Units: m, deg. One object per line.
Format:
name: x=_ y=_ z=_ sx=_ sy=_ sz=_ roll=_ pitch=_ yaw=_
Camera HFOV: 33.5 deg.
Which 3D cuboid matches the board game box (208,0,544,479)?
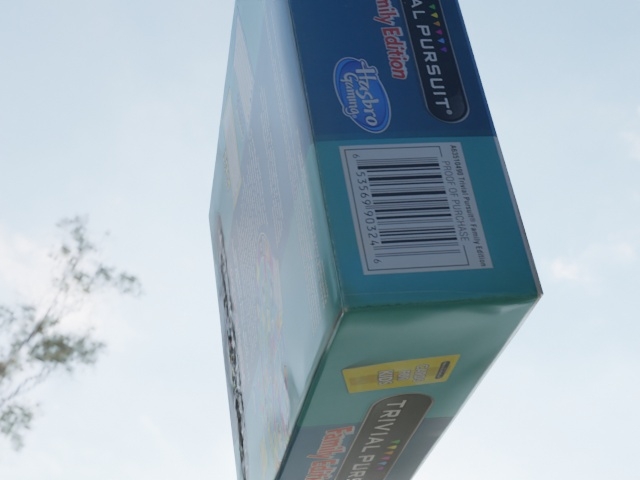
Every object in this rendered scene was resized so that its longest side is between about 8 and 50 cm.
board game box: x=0.000 y=0.000 z=0.570 sx=0.079 sy=0.253 sz=0.336 roll=-3 pitch=-30 yaw=-12
